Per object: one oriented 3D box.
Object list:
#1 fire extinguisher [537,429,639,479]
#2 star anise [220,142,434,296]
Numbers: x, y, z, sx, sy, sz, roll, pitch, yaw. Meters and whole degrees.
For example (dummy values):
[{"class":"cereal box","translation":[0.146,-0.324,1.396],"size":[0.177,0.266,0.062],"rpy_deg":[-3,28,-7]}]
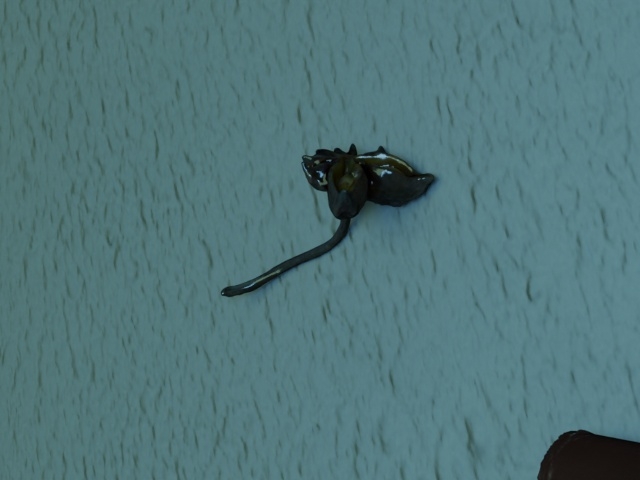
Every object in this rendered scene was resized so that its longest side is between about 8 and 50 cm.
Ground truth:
[{"class":"fire extinguisher","translation":[0.347,0.264,1.761],"size":[0.337,0.106,0.147],"rpy_deg":[8,73,44]},{"class":"star anise","translation":[0.000,0.000,2.157],"size":[0.218,0.148,0.227],"rpy_deg":[15,123,12]}]
